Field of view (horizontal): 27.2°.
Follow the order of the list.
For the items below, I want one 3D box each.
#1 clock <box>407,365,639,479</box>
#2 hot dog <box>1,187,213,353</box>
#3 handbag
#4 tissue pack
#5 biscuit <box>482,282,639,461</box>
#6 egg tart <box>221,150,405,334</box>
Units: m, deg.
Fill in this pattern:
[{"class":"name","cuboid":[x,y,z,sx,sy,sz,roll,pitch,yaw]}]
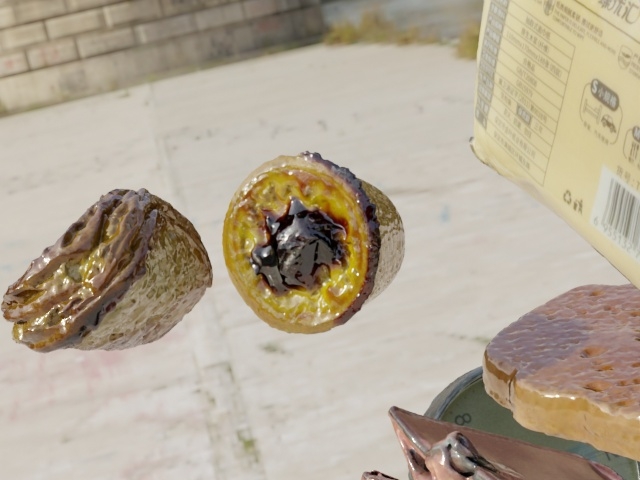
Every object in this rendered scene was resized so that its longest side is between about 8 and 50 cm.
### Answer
[{"class":"clock","cuboid":[0.239,0.266,1.487,0.281,0.280,0.055,-16,-14,-15]},{"class":"hot dog","cuboid":[-0.198,0.034,1.242,0.175,0.114,0.259,-44,-9,5]},{"class":"handbag","cuboid":[0.128,0.143,0.564,0.157,0.059,0.212,21,3,-35]},{"class":"tissue pack","cuboid":[0.162,-0.082,0.651,0.090,0.186,0.222,-2,28,-23]},{"class":"biscuit","cuboid":[0.348,0.114,1.222,0.350,0.078,0.455,-12,13,-19]},{"class":"egg tart","cuboid":[0.000,0.000,1.580,0.215,0.215,0.171,-7,0,28]}]
